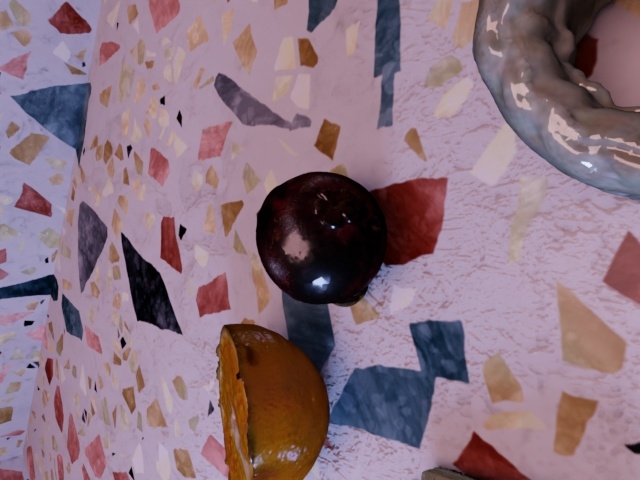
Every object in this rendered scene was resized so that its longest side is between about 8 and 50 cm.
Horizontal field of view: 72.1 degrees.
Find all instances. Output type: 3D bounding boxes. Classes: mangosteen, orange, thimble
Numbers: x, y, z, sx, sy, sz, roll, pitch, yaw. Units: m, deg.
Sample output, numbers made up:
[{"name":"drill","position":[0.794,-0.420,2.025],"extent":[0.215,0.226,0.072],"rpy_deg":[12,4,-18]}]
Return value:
[{"name":"mangosteen","position":[0.000,0.000,0.647],"extent":[0.210,0.210,0.210],"rpy_deg":[2,93,44]},{"name":"orange","position":[-0.108,0.282,0.719],"extent":[0.274,0.274,0.310],"rpy_deg":[14,144,43]},{"name":"thimble","position":[0.289,-0.181,0.357],"extent":[0.291,0.195,0.291],"rpy_deg":[2,92,39]}]

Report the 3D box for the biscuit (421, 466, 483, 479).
[{"name":"biscuit","position":[0.219,0.370,0.499],"extent":[0.252,0.052,0.150],"rpy_deg":[-12,73,53]}]
